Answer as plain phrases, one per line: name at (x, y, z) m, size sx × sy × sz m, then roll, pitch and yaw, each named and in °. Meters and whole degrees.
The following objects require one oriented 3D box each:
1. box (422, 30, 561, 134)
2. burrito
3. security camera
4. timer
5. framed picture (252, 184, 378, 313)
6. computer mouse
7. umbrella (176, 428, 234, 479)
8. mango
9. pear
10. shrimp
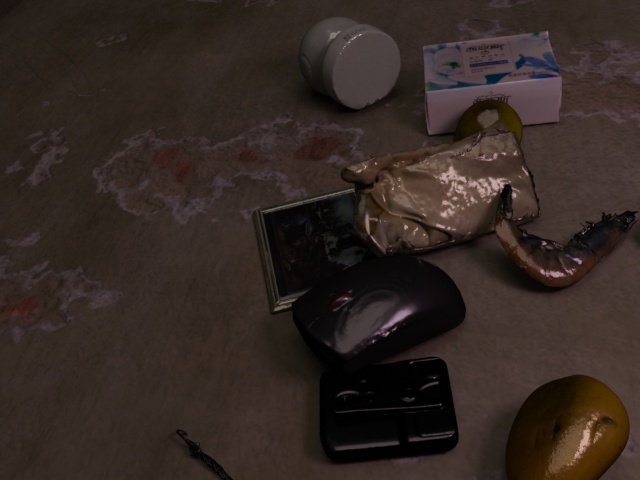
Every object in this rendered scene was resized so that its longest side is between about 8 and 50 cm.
box at (0.360, -0.339, 1.524) m, size 0.274 × 0.116 × 0.203 m, roll -4°, pitch 41°, yaw 11°
burrito at (0.202, -0.085, 1.258) m, size 0.332 × 0.190 × 0.135 m, roll -16°, pitch 5°, yaw -7°
security camera at (0.051, -0.428, 1.658) m, size 0.195 × 0.194 × 0.236 m, roll -28°, pitch 40°, yaw -17°
timer at (0.091, 0.231, 0.992) m, size 0.187 × 0.055 × 0.144 m, roll -8°, pitch 41°, yaw 6°
framed picture at (0.000, 0.000, 1.306) m, size 0.232 × 0.019 × 0.296 m, roll -15°, pitch 41°, yaw -2°
computer mouse at (0.094, 0.092, 1.090) m, size 0.269 × 0.100 × 0.170 m, roll -21°, pitch 31°, yaw -22°
umbrella at (-0.159, 0.308, 0.996) m, size 0.149 × 0.022 × 0.022 m, roll 30°, pitch 93°, yaw 38°
mango at (0.297, 0.246, 0.870) m, size 0.137 × 0.098 × 0.195 m, roll -13°, pitch 23°, yaw 43°
pear at (0.328, -0.220, 1.400) m, size 0.141 × 0.104 × 0.141 m, roll -9°, pitch 45°, yaw 8°
shrimp at (0.401, -0.039, 1.177) m, size 0.262 × 0.051 × 0.198 m, roll -30°, pitch 70°, yaw -23°
